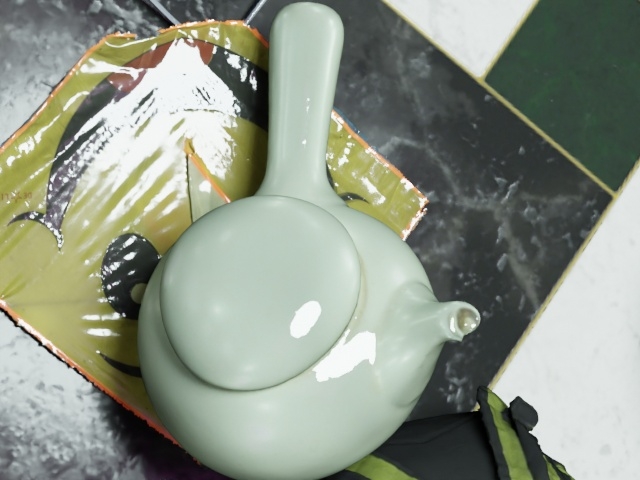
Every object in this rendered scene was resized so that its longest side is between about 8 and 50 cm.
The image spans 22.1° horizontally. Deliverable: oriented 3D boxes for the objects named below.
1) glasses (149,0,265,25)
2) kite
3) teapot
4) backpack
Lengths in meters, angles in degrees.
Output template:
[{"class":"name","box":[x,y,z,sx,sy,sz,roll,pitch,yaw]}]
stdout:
[{"class":"glasses","box":[-0.086,-0.171,1.223,0.140,0.062,0.104,-6,108,-19]},{"class":"kite","box":[-0.096,0.005,1.191,0.377,0.013,0.328,-6,95,-17]},{"class":"teapot","box":[-0.037,0.008,1.126,0.220,0.149,0.318,-21,57,-2]},{"class":"backpack","box":[0.092,0.199,1.124,0.207,0.253,0.140,-14,109,-17]}]
